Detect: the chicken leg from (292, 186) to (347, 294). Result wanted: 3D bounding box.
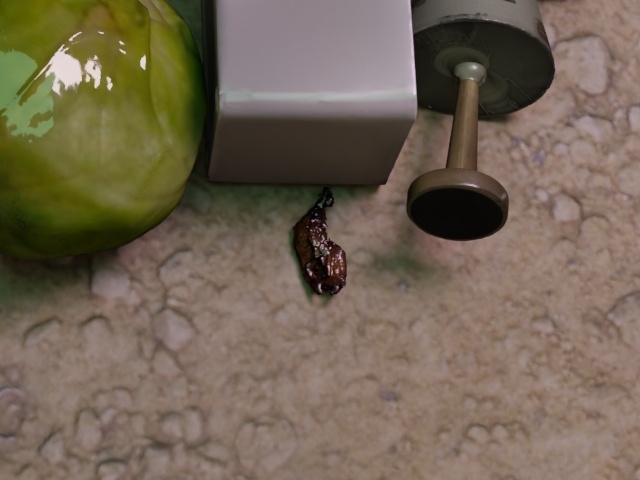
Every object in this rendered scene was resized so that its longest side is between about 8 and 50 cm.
[{"bbox_3d":[-0.001,0.002,1.401,0.036,0.021,0.083,-10,68,-2],"label":"chicken leg"}]

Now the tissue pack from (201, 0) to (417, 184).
[{"bbox_3d":[-0.016,-0.177,1.384,0.136,0.159,0.246,0,73,-7],"label":"tissue pack"}]

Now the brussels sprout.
[{"bbox_3d":[-0.178,-0.092,1.329,0.223,0.161,0.223,1,79,-5],"label":"brussels sprout"}]

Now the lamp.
[{"bbox_3d":[0.108,-0.110,1.397,0.121,0.121,0.215,11,57,-5],"label":"lamp"}]
